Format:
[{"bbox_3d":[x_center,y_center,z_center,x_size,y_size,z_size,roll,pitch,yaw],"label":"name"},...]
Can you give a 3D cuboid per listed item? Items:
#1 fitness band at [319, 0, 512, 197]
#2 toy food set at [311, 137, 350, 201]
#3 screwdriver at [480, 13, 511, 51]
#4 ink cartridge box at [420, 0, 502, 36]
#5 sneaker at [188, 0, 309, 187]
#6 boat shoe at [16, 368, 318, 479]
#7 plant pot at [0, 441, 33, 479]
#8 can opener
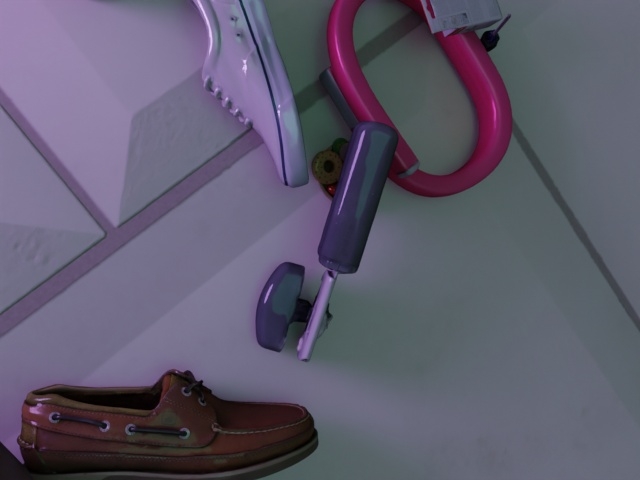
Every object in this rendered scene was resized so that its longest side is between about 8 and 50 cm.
[{"bbox_3d":[0.122,-0.193,0.781,0.209,0.054,0.291,-39,101,-22],"label":"fitness band"},{"bbox_3d":[0.034,-0.084,0.777,0.083,0.020,0.083,-36,100,-16],"label":"toy food set"},{"bbox_3d":[0.215,-0.254,0.768,0.025,0.170,0.024,-36,92,3],"label":"screwdriver"},{"bbox_3d":[0.162,-0.283,0.770,0.115,0.029,0.062,-21,93,-25],"label":"ink cartridge box"},{"bbox_3d":[-0.082,-0.177,0.713,0.091,0.094,0.258,-18,91,0],"label":"sneaker"},{"bbox_3d":[-0.149,0.191,0.664,0.307,0.111,0.104,-2,91,-19],"label":"boat shoe"},{"bbox_3d":[-0.316,0.362,0.524,0.323,0.323,0.280,-40,117,-15],"label":"plant pot"},{"bbox_3d":[0.000,0.000,0.709,0.095,0.076,0.283,16,100,-6],"label":"can opener"}]
